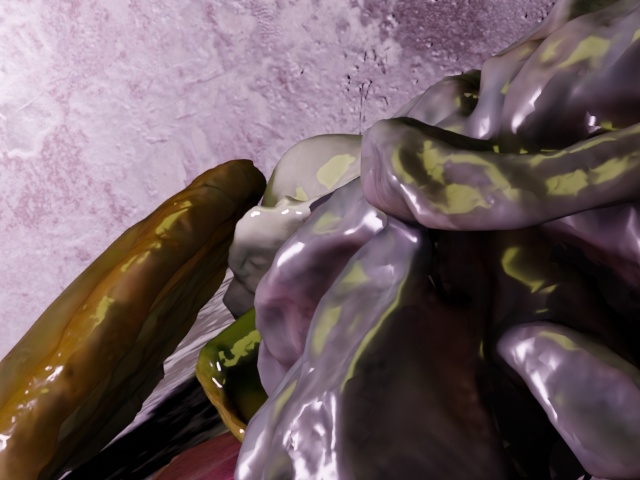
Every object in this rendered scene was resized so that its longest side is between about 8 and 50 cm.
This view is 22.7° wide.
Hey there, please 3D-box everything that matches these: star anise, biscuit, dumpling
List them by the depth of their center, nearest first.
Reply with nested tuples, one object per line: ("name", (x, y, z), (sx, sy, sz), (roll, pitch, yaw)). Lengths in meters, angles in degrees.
("star anise", (0.075, -0.015, 0.498), (0.316, 0.139, 0.359), (-21, 28, 49))
("dumpling", (0.000, 0.000, 1.042), (0.151, 0.124, 0.229), (-32, -15, -4))
("biscuit", (-0.151, 0.081, 1.100), (0.329, 0.078, 0.335), (-51, -3, -8))

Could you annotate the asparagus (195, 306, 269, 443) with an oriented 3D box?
("asparagus", (0.061, -0.001, 0.724), (0.277, 0.067, 0.060), (-34, -6, -21))

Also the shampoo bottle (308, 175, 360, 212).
("shampoo bottle", (0.143, -0.043, 0.827), (0.309, 0.098, 0.071), (-27, 2, 31))

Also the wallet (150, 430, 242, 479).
("wallet", (0.004, 0.091, 0.744), (0.232, 0.025, 0.119), (-27, 6, 24))
